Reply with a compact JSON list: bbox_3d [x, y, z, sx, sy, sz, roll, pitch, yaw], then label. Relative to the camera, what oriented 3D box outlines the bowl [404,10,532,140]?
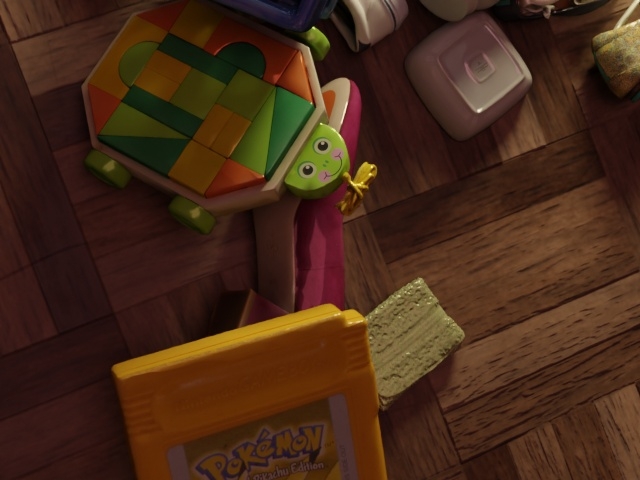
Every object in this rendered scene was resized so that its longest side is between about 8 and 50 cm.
[{"bbox_3d":[0.193,-0.214,1.466,0.142,0.053,0.142,-38,96,-14],"label":"bowl"}]

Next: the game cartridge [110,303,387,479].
[{"bbox_3d":[-0.064,0.249,1.296,0.285,0.053,0.323,-15,114,-17],"label":"game cartridge"}]

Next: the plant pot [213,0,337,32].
[{"bbox_3d":[-0.057,-0.371,1.256,0.236,0.212,0.236,24,104,7],"label":"plant pot"}]

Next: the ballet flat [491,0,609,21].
[{"bbox_3d":[0.320,-0.324,1.502,0.203,0.074,0.074,-16,90,-17],"label":"ballet flat"}]

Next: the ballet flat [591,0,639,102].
[{"bbox_3d":[0.497,-0.316,1.536,0.348,0.123,0.123,-36,96,-16],"label":"ballet flat"}]

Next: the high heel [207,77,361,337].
[{"bbox_3d":[0.000,0.000,1.386,0.181,0.127,0.377,34,74,-37],"label":"high heel"}]

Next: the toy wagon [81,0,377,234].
[{"bbox_3d":[-0.096,-0.139,1.302,0.344,0.068,0.267,28,77,17],"label":"toy wagon"}]

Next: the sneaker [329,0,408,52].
[{"bbox_3d":[-0.002,-0.341,1.397,0.091,0.094,0.258,-45,99,-19],"label":"sneaker"}]

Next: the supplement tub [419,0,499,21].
[{"bbox_3d":[0.208,-0.378,1.435,0.200,0.144,0.144,-40,97,-16],"label":"supplement tub"}]

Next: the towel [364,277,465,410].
[{"bbox_3d":[0.096,0.125,1.424,0.148,0.027,0.110,-39,96,-14],"label":"towel"}]
